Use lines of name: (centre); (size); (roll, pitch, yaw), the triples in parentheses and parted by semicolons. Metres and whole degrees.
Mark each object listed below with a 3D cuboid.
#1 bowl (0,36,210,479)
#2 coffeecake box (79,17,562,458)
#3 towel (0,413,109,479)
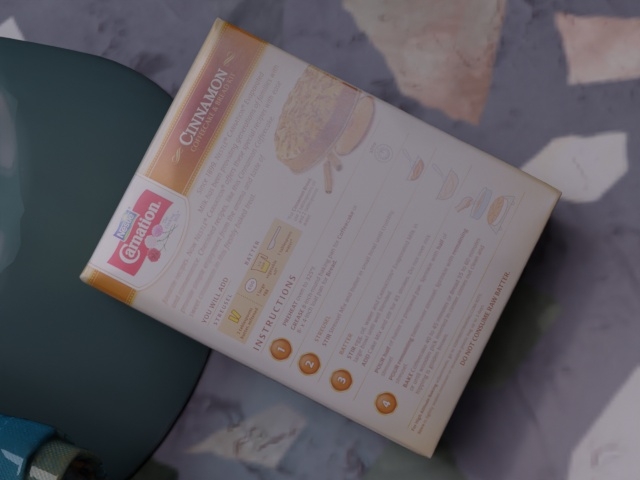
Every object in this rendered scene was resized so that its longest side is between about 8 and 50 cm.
bowl: (-0.225, 0.004, 0.761); (0.311, 0.163, 0.312); (-8, 68, 22)
coffeecake box: (0.000, 0.000, 0.670); (0.185, 0.068, 0.142); (27, 85, 1)
towel: (-0.226, 0.141, 0.671); (0.370, 0.271, 0.040); (14, 46, 29)
